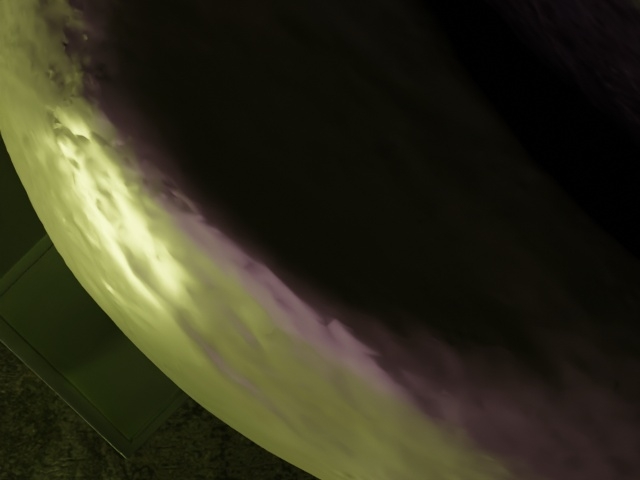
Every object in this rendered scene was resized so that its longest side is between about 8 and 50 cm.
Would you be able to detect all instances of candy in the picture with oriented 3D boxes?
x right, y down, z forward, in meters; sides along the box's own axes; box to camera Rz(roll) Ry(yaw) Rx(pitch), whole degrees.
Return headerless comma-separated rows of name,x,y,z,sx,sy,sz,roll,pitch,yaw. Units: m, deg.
candy,0.000,0.000,0.899,0.386,0.186,0.427,42,177,-8

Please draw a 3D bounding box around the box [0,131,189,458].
box,-0.127,-0.013,1.264,0.117,0.225,0.225,39,170,35
